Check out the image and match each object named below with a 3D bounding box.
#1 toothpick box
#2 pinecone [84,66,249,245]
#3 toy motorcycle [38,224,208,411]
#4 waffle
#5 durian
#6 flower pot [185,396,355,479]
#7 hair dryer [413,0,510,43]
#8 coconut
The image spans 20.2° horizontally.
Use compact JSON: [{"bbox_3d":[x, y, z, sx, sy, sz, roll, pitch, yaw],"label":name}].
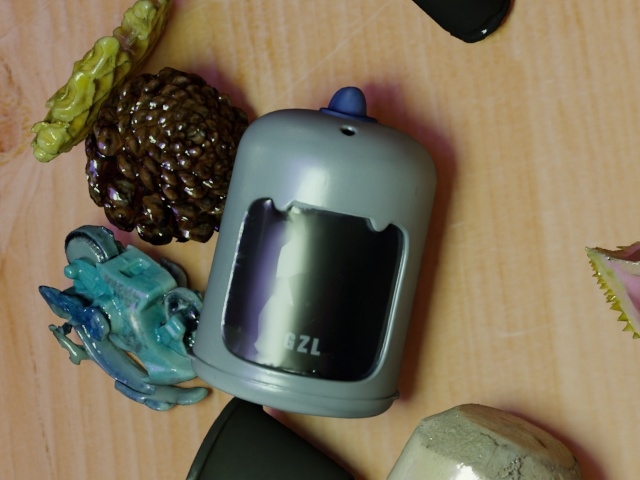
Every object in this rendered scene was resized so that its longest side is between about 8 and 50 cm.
[{"bbox_3d":[0.000,0.000,2.027,0.263,0.263,0.354,17,99,36],"label":"toothpick box"},{"bbox_3d":[-0.187,-0.096,2.185,0.221,0.221,0.221,-1,89,37],"label":"pinecone"},{"bbox_3d":[-0.233,0.102,2.257,0.260,0.154,0.206,32,131,29],"label":"toy motorcycle"},{"bbox_3d":[-0.266,-0.205,2.231,0.056,0.250,0.261,35,101,-1],"label":"waffle"},{"bbox_3d":[0.375,0.045,1.775,0.182,0.132,0.165,-27,60,9],"label":"durian"},{"bbox_3d":[-0.059,0.324,2.073,0.166,0.269,0.269,19,102,13],"label":"flower pot"},{"bbox_3d":[0.139,-0.372,1.977,0.089,0.197,0.251,-2,66,41],"label":"hair dryer"},{"bbox_3d":[0.163,0.297,1.907,0.224,0.224,0.234,23,101,35],"label":"coconut"}]
